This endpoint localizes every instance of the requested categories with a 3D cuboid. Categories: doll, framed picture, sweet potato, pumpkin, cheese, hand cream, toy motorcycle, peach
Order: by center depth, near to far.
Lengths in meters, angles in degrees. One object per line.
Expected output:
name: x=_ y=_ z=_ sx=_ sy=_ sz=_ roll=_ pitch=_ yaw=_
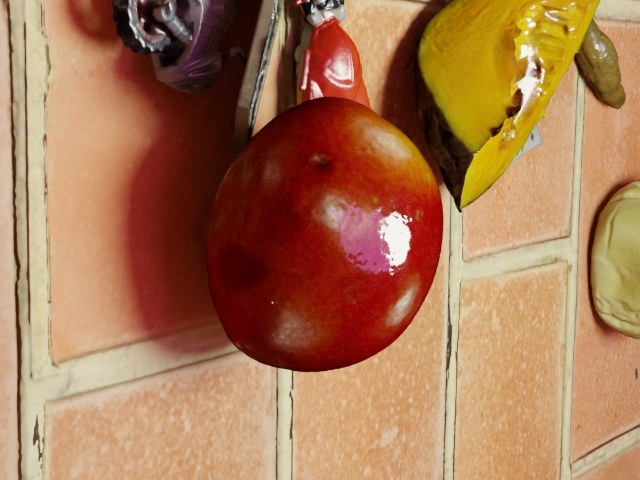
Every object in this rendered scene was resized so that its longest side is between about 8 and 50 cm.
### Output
toy motorcycle: x=-0.094 y=-0.207 z=1.092 sx=0.215 sy=0.080 sz=0.122 roll=-56 pitch=137 yaw=-41
framed picture: x=-0.040 y=-0.209 z=1.129 sx=0.184 sy=0.016 sz=0.250 roll=122 pitch=-19 yaw=-82
peach: x=0.000 y=0.000 z=1.142 sx=0.243 sy=0.199 sz=0.243 roll=13 pitch=90 yaw=-68
doll: x=0.009 y=-0.180 z=1.257 sx=0.109 sy=0.057 sz=0.169 roll=-19 pitch=112 yaw=-50
pumpkin: x=0.180 y=-0.173 z=1.471 sx=0.312 sy=0.148 sz=0.169 roll=-48 pitch=164 yaw=-28
hand cream: x=0.227 y=-0.117 z=1.589 sx=0.171 sy=0.043 sz=0.065 roll=-36 pitch=110 yaw=-47
sweet potato: x=0.387 y=-0.231 z=1.790 sx=0.053 sy=0.054 sz=0.182 roll=-57 pitch=140 yaw=-19
cheese: x=0.477 y=0.025 z=1.915 sx=0.214 sy=0.117 sz=0.226 roll=-38 pitch=130 yaw=-50
